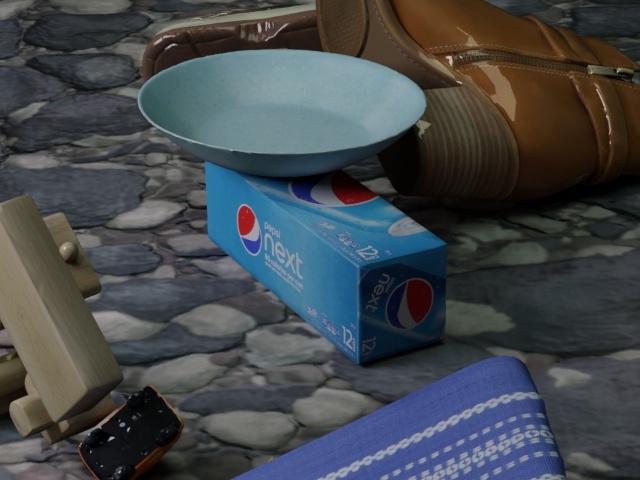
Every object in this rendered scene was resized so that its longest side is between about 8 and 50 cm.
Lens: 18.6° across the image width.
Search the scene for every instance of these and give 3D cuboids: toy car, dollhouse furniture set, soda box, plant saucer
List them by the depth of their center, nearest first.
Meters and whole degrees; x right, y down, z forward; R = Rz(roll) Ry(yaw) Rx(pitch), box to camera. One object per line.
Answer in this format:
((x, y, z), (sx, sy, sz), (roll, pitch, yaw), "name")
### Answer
((-0.070, 0.129, 1.077), (0.122, 0.060, 0.040), (29, -9, 18), "toy car")
((-0.143, 0.032, 1.120), (0.123, 0.151, 0.144), (-21, 77, -37), "dollhouse furniture set")
((0.000, 0.000, 1.277), (0.067, 0.071, 0.210), (-15, 30, -27), "soda box")
((-0.026, -0.080, 1.316), (0.195, 0.037, 0.195), (2, 25, -1), "plant saucer")

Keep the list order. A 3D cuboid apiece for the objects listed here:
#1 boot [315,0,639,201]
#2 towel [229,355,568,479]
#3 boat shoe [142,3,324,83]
((0.127, -0.153, 1.460), (0.220, 0.109, 0.283), (-5, 53, -25), "boot")
((0.009, 0.187, 0.829), (0.243, 0.040, 0.336), (-27, 26, 9), "towel")
((-0.009, -0.152, 1.568), (0.257, 0.095, 0.095), (5, 18, 7), "boat shoe")
